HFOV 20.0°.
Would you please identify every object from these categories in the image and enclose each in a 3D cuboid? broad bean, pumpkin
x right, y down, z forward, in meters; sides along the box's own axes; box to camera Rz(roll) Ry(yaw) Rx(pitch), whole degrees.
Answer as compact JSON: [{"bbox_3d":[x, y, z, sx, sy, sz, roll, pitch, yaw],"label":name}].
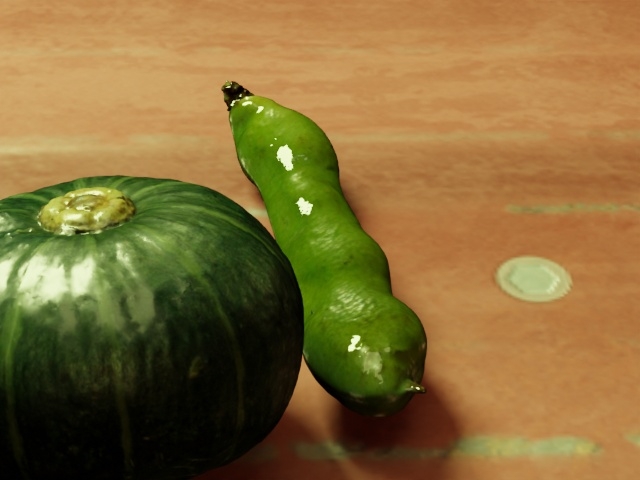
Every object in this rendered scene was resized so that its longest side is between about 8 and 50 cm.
[{"bbox_3d":[0.001,0.001,0.852,0.052,0.053,0.256,-37,38,11],"label":"broad bean"},{"bbox_3d":[-0.088,0.039,0.732,0.167,0.125,0.167,-4,36,3],"label":"pumpkin"}]
